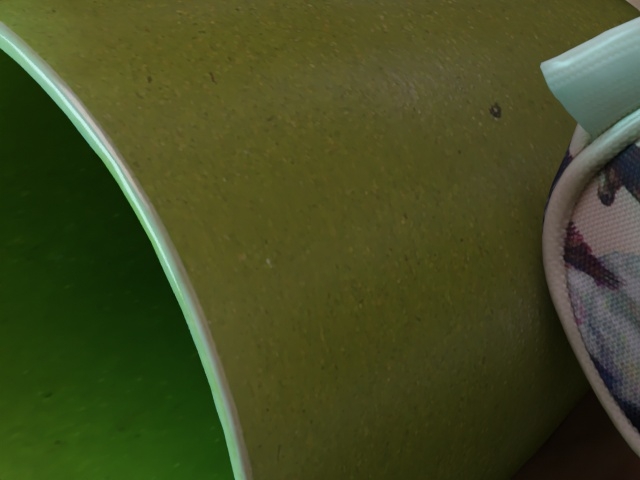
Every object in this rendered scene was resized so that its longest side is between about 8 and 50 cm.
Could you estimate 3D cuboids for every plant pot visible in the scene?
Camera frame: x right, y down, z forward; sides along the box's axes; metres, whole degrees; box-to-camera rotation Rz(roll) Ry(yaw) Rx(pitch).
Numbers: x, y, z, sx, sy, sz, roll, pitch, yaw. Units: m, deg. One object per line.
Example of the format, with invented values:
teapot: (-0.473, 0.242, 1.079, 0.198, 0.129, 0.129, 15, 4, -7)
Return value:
plant pot: (0.000, 0.000, 0.735, 0.293, 0.274, 0.275, -24, 40, -35)

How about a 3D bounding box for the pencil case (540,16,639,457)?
pencil case: (0.234, -0.067, 0.736, 0.160, 0.183, 0.410, -13, 18, 39)
